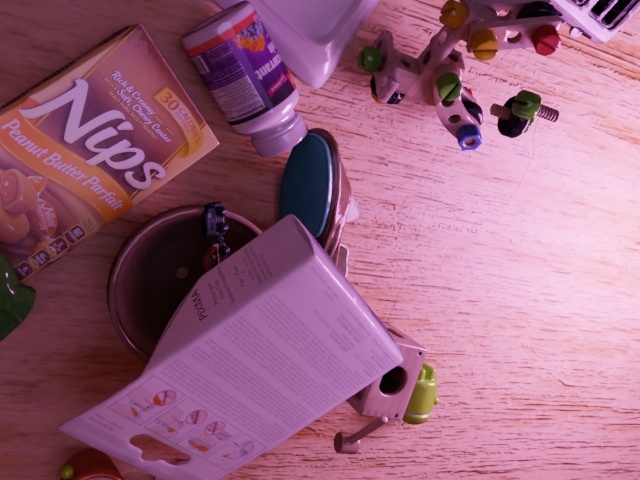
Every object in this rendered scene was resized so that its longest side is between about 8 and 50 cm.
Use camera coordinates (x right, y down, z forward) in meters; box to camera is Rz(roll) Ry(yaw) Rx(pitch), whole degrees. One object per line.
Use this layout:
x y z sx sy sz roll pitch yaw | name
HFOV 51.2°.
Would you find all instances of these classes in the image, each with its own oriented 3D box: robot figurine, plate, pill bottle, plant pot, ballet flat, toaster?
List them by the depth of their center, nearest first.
-0.096 -0.214 0.912 0.108 0.108 0.193 -37 116 -13 | pill bottle
-0.018 -0.404 0.935 0.278 0.045 0.277 36 87 -28 | plate
-0.184 0.058 0.942 0.237 0.110 0.237 -7 107 -24 | plant pot
0.000 0.000 1.023 0.124 0.116 0.342 -6 108 -46 | ballet flat
0.437 -0.430 1.070 0.168 0.110 0.186 23 123 -29 | toaster
0.171 0.276 1.191 0.101 0.067 0.115 1 103 -34 | robot figurine

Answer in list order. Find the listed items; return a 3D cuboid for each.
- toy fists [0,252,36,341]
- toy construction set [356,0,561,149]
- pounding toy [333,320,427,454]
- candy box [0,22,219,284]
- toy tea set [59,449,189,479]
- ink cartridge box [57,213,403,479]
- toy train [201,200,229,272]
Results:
-0.477 0.091 0.784 0.279 0.096 0.142 -34 126 14 | toy fists
0.192 -0.307 0.983 0.237 0.257 0.309 15 76 -15 | toy construction set
0.093 0.252 1.083 0.094 0.181 0.206 17 96 -28 | pounding toy
-0.312 -0.112 0.848 0.316 0.087 0.183 -38 118 -11 | candy box
-0.263 0.433 0.994 0.336 0.124 0.200 17 96 -28 | toy tea set
-0.110 0.178 0.920 0.385 0.091 0.308 -34 137 5 | ink cartridge box
-0.138 0.027 0.878 0.036 0.027 0.158 -8 106 -20 | toy train
